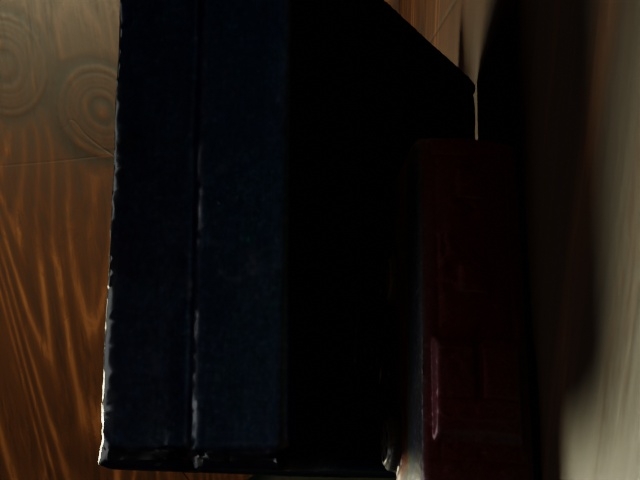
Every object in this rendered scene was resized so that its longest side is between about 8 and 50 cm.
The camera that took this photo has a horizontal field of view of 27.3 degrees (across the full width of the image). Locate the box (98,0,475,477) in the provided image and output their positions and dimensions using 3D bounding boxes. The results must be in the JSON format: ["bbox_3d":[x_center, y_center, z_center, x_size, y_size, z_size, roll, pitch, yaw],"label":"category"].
[{"bbox_3d":[0.000,0.000,0.738,0.279,0.116,0.262,22,-113,-62],"label":"box"}]

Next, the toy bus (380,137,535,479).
[{"bbox_3d":[0.064,0.045,0.616,0.077,0.065,0.192,101,171,-61],"label":"toy bus"}]

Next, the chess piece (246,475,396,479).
[{"bbox_3d":[0.031,0.249,1.044,0.330,0.182,0.182,44,-134,-79],"label":"chess piece"}]
